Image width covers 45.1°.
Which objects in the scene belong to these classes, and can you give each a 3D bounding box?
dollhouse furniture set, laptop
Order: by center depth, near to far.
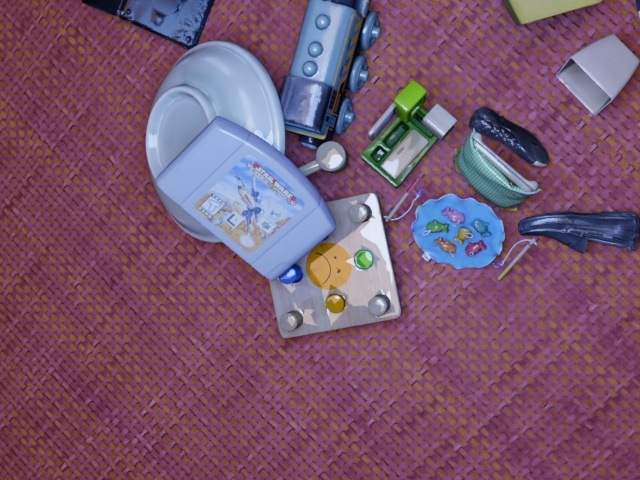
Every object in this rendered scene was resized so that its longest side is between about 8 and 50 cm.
[{"bbox_3d":[0.232,-0.128,1.438,0.301,0.197,0.151,42,91,7],"label":"dollhouse furniture set"},{"bbox_3d":[-0.353,-0.567,1.649,0.264,0.136,0.234,22,98,-15],"label":"laptop"}]

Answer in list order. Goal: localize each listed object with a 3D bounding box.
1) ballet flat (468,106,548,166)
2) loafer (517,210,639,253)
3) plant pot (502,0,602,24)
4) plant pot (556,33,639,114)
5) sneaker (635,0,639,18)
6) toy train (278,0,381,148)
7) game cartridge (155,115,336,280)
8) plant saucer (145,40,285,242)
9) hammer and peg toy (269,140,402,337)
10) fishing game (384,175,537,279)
[{"bbox_3d":[0.368,-0.198,1.497,0.173,0.057,0.049,38,140,9],"label":"ballet flat"},{"bbox_3d":[0.488,-0.014,1.455,0.223,0.076,0.078,0,85,9],"label":"loafer"},{"bbox_3d":[0.412,-0.502,1.396,0.212,0.212,0.187,-14,102,13],"label":"plant pot"},{"bbox_3d":[0.521,-0.315,1.425,0.096,0.109,0.109,-42,83,-1],"label":"plant pot"},{"bbox_3d":[0.621,-0.468,1.382,0.127,0.126,0.321,-37,86,6],"label":"sneaker"},{"bbox_3d":[0.013,-0.342,1.485,0.142,0.190,0.333,19,96,14],"label":"toy train"},{"bbox_3d":[-0.125,-0.076,1.397,0.297,0.062,0.198,41,120,-18],"label":"game cartridge"},{"bbox_3d":[-0.240,-0.191,1.506,0.401,0.101,0.400,5,97,41],"label":"plant saucer"},{"bbox_3d":[0.000,0.000,1.539,0.266,0.127,0.361,-13,89,14],"label":"hammer and peg toy"},{"bbox_3d":[0.258,-0.008,1.474,0.264,0.041,0.189,30,137,-5],"label":"fishing game"}]
